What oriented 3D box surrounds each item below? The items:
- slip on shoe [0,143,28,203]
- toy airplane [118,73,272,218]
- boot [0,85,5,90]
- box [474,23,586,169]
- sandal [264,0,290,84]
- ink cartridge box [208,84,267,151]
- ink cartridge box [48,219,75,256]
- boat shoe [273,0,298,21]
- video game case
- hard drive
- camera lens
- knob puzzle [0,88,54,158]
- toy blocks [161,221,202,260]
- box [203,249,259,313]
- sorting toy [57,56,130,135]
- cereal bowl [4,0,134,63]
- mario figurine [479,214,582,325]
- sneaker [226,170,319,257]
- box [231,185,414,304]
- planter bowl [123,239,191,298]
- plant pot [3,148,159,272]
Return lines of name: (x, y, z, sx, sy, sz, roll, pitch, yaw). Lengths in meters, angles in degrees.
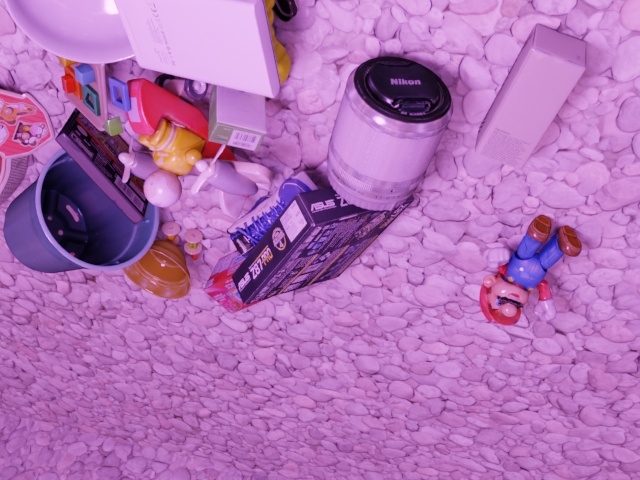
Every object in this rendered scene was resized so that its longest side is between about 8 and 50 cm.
slip on shoe: (-0.899, -0.210, 2.037, 0.101, 0.123, 0.331, 33, 133, -2)
toy airplane: (-0.302, -0.174, 1.703, 0.384, 0.272, 0.386, 33, 156, 2)
boot: (-0.874, -0.357, 1.847, 0.077, 0.137, 0.198, 0, 136, 23)
box: (0.411, -0.277, 1.436, 0.113, 0.094, 0.275, 21, 139, -1)
sandal: (-0.161, -0.432, 1.458, 0.138, 0.126, 0.317, 28, 154, 23)
ink cartridge box: (-0.178, -0.295, 1.551, 0.109, 0.209, 0.062, 11, 141, -21)
ink cartridge box: (-0.854, -0.005, 2.272, 0.115, 0.067, 0.198, 7, 139, 15)
boat shoe: (-0.089, -0.500, 1.442, 0.049, 0.042, 0.133, -8, 130, 33)
video game case: (-0.520, -0.197, 1.789, 0.035, 0.248, 0.275, -32, 117, 12)
hard drive: (-0.239, -0.394, 1.389, 0.319, 0.040, 0.210, 17, 146, 20)
camera lens: (0.137, -0.224, 1.510, 0.219, 0.219, 0.274, 20, 139, 1)
knob puzzle: (-0.788, -0.292, 1.880, 0.213, 0.030, 0.213, -16, 128, -22)
toy blocks: (-0.407, 0.022, 2.126, 0.123, 0.054, 0.148, 19, 139, 3)
box: (-0.196, 0.096, 2.063, 0.257, 0.128, 0.122, -26, 121, 40)
sorting toy: (-0.544, -0.367, 1.633, 0.348, 0.047, 0.196, 42, 139, 26)
cereal bowl: (-0.451, -0.529, 1.439, 0.339, 0.141, 0.339, -11, 140, -10)
mario figurine: (0.493, 0.104, 1.750, 0.198, 0.170, 0.320, 47, 136, 23)
sneaker: (-0.122, -0.039, 1.791, 0.127, 0.182, 0.315, 48, 148, -10)
box: (0.000, 0.000, 1.754, 0.395, 0.318, 0.097, -49, 62, 48)
planter bowl: (-0.455, 0.065, 2.082, 0.217, 0.090, 0.217, 12, 138, 11)
plant pot: (-0.672, -0.059, 1.968, 0.334, 0.341, 0.341, -15, 128, 45)
